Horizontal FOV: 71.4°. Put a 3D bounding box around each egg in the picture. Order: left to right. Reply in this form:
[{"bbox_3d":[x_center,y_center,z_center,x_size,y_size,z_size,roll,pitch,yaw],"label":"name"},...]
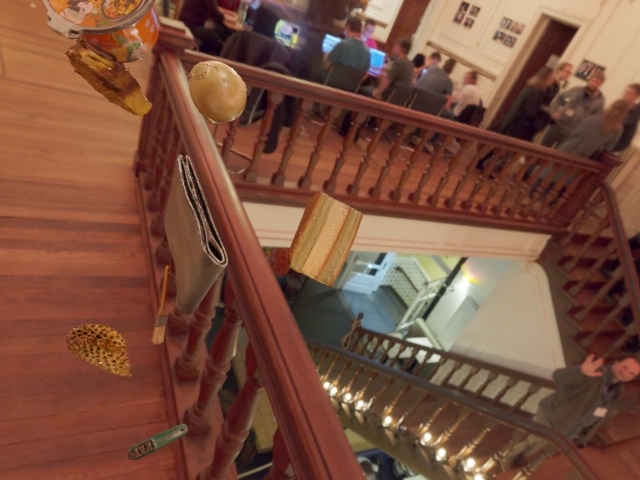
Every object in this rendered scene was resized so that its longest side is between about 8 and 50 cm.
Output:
[{"bbox_3d":[-0.303,-0.434,1.305,0.164,0.164,0.201,-11,59,-45],"label":"egg"}]

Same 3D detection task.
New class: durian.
[{"bbox_3d":[-0.735,0.380,1.489,0.252,0.139,0.144,27,33,-18],"label":"durian"}]

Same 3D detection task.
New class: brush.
[{"bbox_3d":[-0.503,0.622,1.372,0.193,0.032,0.043,-25,79,-5],"label":"brush"},{"bbox_3d":[-0.339,0.138,0.961,0.014,0.170,0.043,7,-4,4],"label":"brush"}]

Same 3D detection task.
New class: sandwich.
[{"bbox_3d":[0.000,0.000,0.980,0.117,0.187,0.144,26,-13,-7],"label":"sandwich"}]

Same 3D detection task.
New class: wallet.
[{"bbox_3d":[-0.304,-0.007,1.014,0.054,0.251,0.290,-7,61,-36],"label":"wallet"}]

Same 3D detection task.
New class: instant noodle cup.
[{"bbox_3d":[-0.357,-0.391,0.764,0.208,0.125,0.177,-42,83,-13],"label":"instant noodle cup"}]

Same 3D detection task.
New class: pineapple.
[{"bbox_3d":[-0.486,-0.376,0.991,0.135,0.079,0.233,35,-13,23],"label":"pineapple"}]
